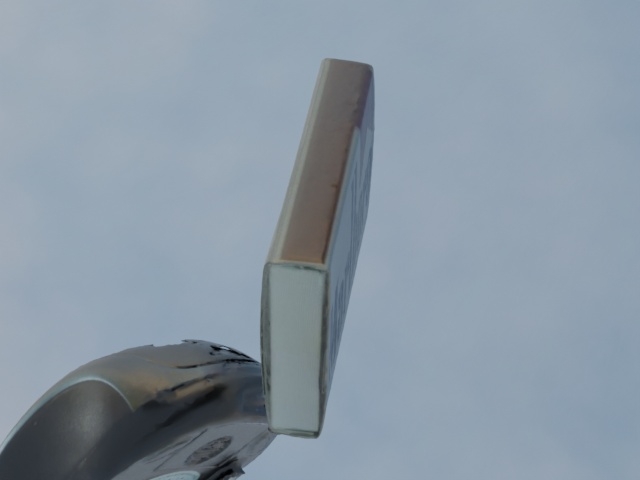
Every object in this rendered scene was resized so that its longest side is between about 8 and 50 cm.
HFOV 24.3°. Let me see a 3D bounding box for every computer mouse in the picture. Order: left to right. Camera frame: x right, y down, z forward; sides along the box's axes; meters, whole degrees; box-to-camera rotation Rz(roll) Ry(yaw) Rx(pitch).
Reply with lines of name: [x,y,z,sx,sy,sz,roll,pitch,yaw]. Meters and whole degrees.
computer mouse: [-0.127,0.130,0.958,0.233,0.137,0.096,-36,-119,25]

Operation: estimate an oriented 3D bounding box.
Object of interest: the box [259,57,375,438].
box: [0.000,0.000,0.767,0.035,0.177,0.115,6,-51,6]
